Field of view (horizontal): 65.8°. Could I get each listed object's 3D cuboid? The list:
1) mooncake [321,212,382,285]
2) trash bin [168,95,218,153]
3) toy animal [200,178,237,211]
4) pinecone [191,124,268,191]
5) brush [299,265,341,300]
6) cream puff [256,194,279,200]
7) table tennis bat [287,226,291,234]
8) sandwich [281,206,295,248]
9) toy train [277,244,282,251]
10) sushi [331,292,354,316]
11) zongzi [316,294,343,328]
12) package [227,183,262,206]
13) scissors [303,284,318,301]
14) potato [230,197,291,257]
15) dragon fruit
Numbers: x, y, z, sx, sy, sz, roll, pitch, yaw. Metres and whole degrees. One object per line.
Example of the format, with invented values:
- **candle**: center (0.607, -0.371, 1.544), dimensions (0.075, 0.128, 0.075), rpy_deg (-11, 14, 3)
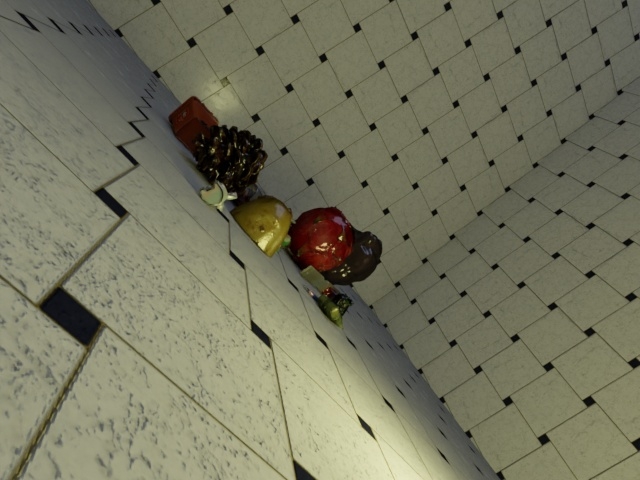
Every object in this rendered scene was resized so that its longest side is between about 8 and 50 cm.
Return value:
- **mooncake**: center (0.093, 0.041, 2.420), dimensions (0.381, 0.350, 0.212), rpy_deg (26, -13, 22)
- **trash bin**: center (-0.498, -0.446, 1.991), dimensions (0.184, 0.161, 0.238), rpy_deg (47, 10, -33)
- **toy animal**: center (-0.294, -0.132, 1.417), dimensions (0.085, 0.071, 0.124), rpy_deg (48, 2, -8)
- **pinecone**: center (-0.321, -0.284, 1.733), dimensions (0.243, 0.243, 0.257), rpy_deg (50, 32, 19)
- **brush**: center (0.012, 0.196, 2.075), dimensions (0.321, 0.060, 0.050), rpy_deg (47, 14, -51)
- **cream puff**: center (-0.186, -0.108, 1.813), dimensions (0.126, 0.103, 0.144), rpy_deg (43, 9, -36)
- **table tennis bat**: center (-0.210, -0.042, 2.535), dimensions (0.107, 0.119, 0.169), rpy_deg (-15, -85, 64)
- **sandwich**: center (-0.160, -0.069, 1.972), dimensions (0.109, 0.160, 0.185), rpy_deg (30, -14, 19)
- **toy train**: center (-0.199, -0.019, 1.823), dimensions (0.148, 0.038, 0.071), rpy_deg (48, 2, -10)
- **sushi**: center (0.085, 0.259, 2.053), dimensions (0.083, 0.085, 0.056), rpy_deg (45, 3, -44)
- **zongzi**: center (0.038, 0.253, 1.749), dimensions (0.104, 0.052, 0.113), rpy_deg (42, -17, 47)
- **package**: center (-0.314, -0.208, 1.961), dimensions (0.288, 0.108, 0.223), rpy_deg (49, -2, 28)
- **scissors**: center (-0.025, 0.200, 1.790), dimensions (0.113, 0.012, 0.039), rpy_deg (48, 2, -21)
- **potato**: center (-0.179, -0.069, 1.652), dimensions (0.203, 0.158, 0.178), rpy_deg (45, -1, 24)
- **dragon fruit**: center (0.000, 0.000, 2.188), dimensions (0.295, 0.302, 0.295), rpy_deg (50, -5, 6)
